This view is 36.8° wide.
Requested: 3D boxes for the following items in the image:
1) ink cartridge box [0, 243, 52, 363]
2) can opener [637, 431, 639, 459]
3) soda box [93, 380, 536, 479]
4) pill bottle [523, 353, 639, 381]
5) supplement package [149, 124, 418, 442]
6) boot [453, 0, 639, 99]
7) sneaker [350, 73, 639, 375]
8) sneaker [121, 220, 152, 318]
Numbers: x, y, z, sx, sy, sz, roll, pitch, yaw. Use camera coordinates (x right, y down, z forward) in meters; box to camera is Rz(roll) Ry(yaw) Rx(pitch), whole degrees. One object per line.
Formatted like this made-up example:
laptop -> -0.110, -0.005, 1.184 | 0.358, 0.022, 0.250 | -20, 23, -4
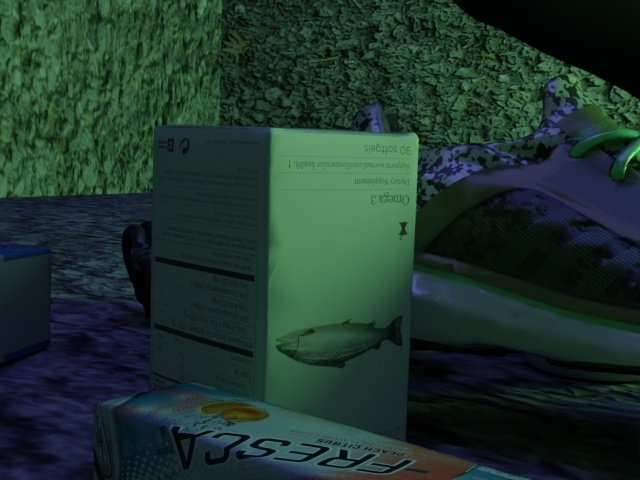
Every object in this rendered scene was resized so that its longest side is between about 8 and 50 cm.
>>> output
ink cartridge box -> -0.330, 0.046, 0.729 | 0.203, 0.085, 0.148 | 2, 5, 12
can opener -> 0.261, 0.110, 0.475 | 0.284, 0.076, 0.095 | -2, -25, -27
soda box -> -0.011, 0.104, 0.367 | 0.183, 0.062, 0.058 | 7, 8, 40
pill bottle -> 0.221, 0.009, 0.763 | 0.112, 0.186, 0.112 | 1, 5, 0
supplement package -> -0.021, 0.030, 0.516 | 0.105, 0.179, 0.105 | -4, 8, -42
boot -> 0.318, -0.067, 0.639 | 0.367, 0.146, 0.445 | -2, 48, -47
sneaker -> 0.166, -0.014, 0.567 | 0.411, 0.182, 0.158 | 5, -5, 23
sneaker -> -0.081, 0.042, 0.876 | 0.147, 0.104, 0.296 | -22, 28, -29
